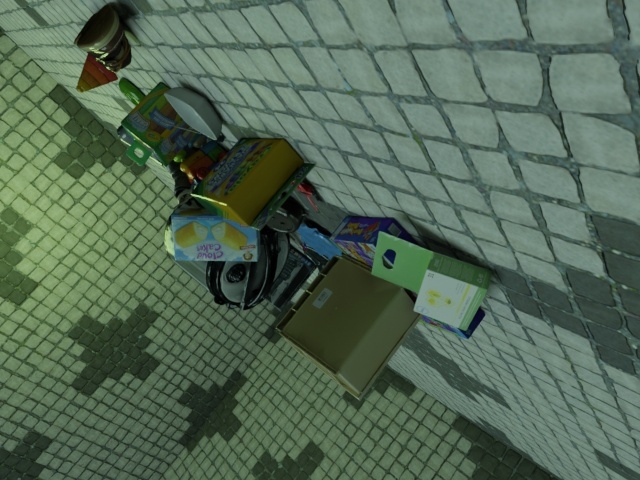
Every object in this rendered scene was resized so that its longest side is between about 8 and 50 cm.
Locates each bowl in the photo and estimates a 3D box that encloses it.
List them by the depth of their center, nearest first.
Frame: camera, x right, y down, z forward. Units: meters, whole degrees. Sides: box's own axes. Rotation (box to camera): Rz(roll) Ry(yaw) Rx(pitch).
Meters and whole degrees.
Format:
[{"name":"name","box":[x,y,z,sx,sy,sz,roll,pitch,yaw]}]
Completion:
[{"name":"bowl","box":[-0.320,-0.336,1.392,0.142,0.053,0.142,31,165,32]}]

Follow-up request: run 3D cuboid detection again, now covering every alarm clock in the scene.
[{"name":"alarm clock","box":[-0.128,-0.070,1.638,0.129,0.064,0.192,34,150,-17]}]

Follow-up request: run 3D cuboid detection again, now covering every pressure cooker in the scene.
[{"name":"pressure cooker","box":[-0.320,0.034,1.972,0.420,0.375,0.370,32,163,33]}]

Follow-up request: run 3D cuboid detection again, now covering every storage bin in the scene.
[{"name":"storage bin","box":[0.064,0.195,1.310,0.260,0.262,0.123,26,161,47]}]

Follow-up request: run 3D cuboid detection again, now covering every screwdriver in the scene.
[{"name":"screwdriver","box":[-0.345,-0.297,1.481,0.169,0.025,0.024,5,-163,-32]}]

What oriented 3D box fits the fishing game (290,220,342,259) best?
[{"name":"fishing game","box":[0.000,0.000,1.707,0.264,0.041,0.189,11,151,50]}]

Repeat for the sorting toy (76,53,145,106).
[{"name":"sorting toy","box":[-0.670,-0.465,1.782,0.365,0.126,0.127,39,168,4]}]

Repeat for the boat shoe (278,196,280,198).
[{"name":"boat shoe","box":[-0.249,-0.152,1.554,0.119,0.121,0.335,-7,-179,-39]}]

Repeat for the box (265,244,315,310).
[{"name":"box","box":[-0.207,0.107,2.217,0.307,0.242,0.076,37,168,12]}]

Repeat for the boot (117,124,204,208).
[{"name":"boot","box":[-0.458,-0.235,1.669,0.338,0.118,0.223,18,-135,-46]}]

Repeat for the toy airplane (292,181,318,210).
[{"name":"toy airplane","box":[-0.055,-0.139,1.383,0.151,0.028,0.151,38,167,10]}]

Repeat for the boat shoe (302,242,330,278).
[{"name":"boat shoe","box":[0.034,0.113,1.838,0.306,0.105,0.113,38,167,22]}]

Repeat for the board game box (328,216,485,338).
[{"name":"board game box","box":[0.206,0.085,1.308,0.347,0.078,0.233,43,167,-19]}]

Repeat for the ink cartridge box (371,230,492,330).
[{"name":"ink cartridge box","box":[0.215,0.086,1.111,0.234,0.056,0.171,19,146,12]}]

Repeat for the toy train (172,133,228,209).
[{"name":"toy train","box":[-0.393,-0.216,1.597,0.143,0.248,0.105,47,150,-2]}]

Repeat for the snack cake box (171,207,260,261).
[{"name":"snack cake box","box":[-0.325,-0.018,1.695,0.264,0.152,0.089,1,-161,0]}]

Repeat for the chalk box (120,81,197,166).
[{"name":"chalk box","box":[-0.462,-0.310,1.519,0.132,0.213,0.132,37,168,9]}]

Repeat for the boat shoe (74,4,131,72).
[{"name":"boat shoe","box":[-0.512,-0.480,1.309,0.123,0.123,0.342,37,175,-34]}]

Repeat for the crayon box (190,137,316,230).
[{"name":"crayon box","box":[-0.173,-0.147,1.288,0.083,0.203,0.323,46,165,-30]}]
